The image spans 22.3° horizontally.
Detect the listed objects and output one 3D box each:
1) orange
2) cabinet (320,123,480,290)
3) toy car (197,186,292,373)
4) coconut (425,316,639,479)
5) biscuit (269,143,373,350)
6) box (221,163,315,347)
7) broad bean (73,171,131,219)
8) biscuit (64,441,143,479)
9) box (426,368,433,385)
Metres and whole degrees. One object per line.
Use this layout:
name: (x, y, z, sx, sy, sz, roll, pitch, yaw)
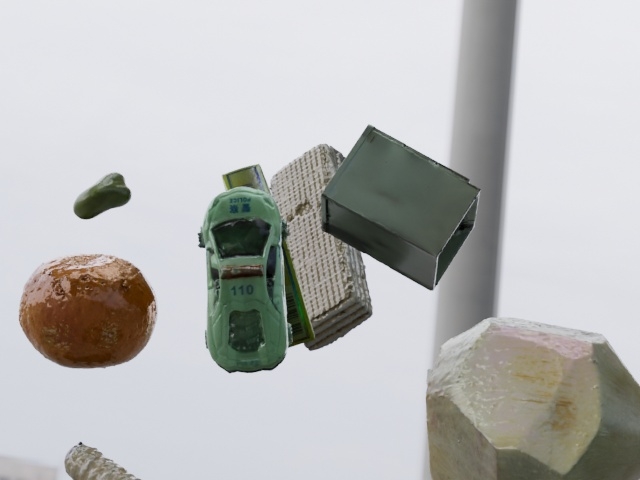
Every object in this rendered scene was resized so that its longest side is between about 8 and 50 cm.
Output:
orange: (-0.320, 0.101, 2.246, 0.193, 0.161, 0.193, 3, 8, 0)
cabinet: (0.127, -0.051, 2.532, 0.206, 0.150, 0.145, 29, -19, 12)
toy car: (-0.077, 0.037, 1.595, 0.093, 0.186, 0.058, -4, -9, 4)
coconut: (0.218, 0.188, 1.584, 0.237, 0.237, 0.197, 1, -34, 17)
biscuit: (0.000, 0.000, 2.781, 0.144, 0.426, 0.078, -33, -52, 18)
box: (-0.072, 0.022, 2.228, 0.064, 0.141, 0.220, -16, -57, -4)
broad bean: (-0.282, -0.056, 2.093, 0.083, 0.045, 0.063, -29, -9, -31)
biscuit: (-0.242, 0.318, 2.026, 0.219, 0.055, 0.061, 28, -32, 33)
box: (0.201, 0.219, 1.898, 0.122, 0.032, 0.220, -3, -40, 13)
